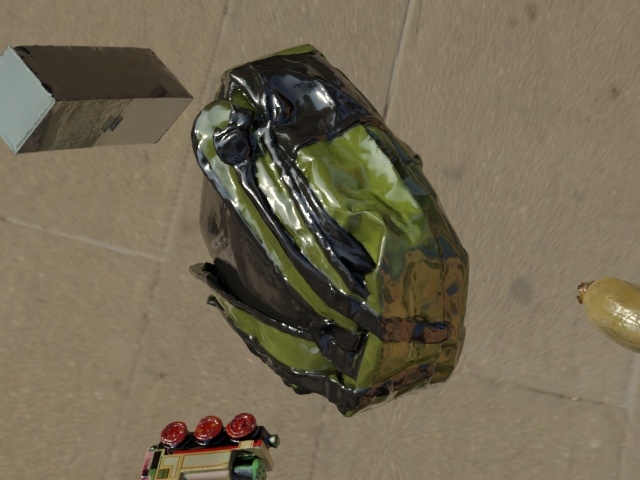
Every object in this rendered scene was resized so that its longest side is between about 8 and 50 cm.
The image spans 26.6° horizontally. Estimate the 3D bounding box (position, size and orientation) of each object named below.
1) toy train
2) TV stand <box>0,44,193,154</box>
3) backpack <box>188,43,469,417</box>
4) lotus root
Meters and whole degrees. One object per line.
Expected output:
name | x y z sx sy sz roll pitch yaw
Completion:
toy train | -0.110 0.223 1.363 0.137 0.050 0.087 -8 43 16
TV stand | -0.254 -0.157 1.485 0.083 0.269 0.088 -46 78 24
backpack | 0.000 0.000 0.936 0.140 0.207 0.253 -18 47 -24
lotus root | 0.307 0.074 1.351 0.073 0.150 0.062 9 105 -37
